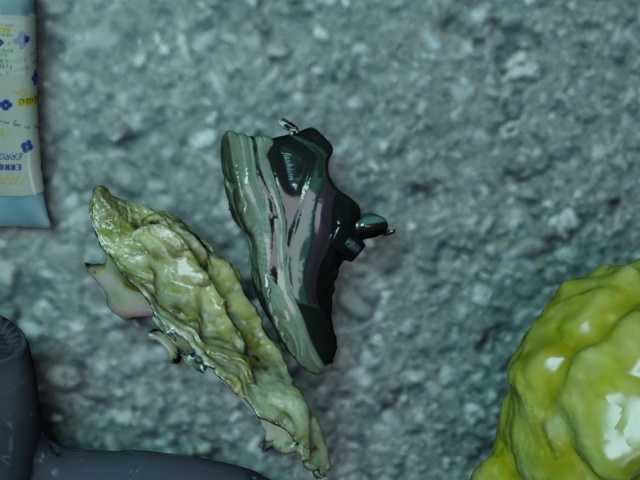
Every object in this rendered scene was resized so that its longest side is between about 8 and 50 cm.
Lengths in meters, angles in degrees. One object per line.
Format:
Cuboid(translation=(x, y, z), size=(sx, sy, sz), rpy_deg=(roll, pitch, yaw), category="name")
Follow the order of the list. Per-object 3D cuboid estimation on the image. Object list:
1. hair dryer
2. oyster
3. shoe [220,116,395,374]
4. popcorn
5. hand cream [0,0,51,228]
Cuboid(translation=(-0.133, 0.211, 0.567), size=(0.361, 0.121, 0.301), rpy_deg=(12, 109, -17), category="hair dryer")
Cuboid(translation=(-0.060, 0.060, 0.534), size=(0.209, 0.133, 0.072), rpy_deg=(41, 76, 9), category="oyster")
Cuboid(translation=(0.000, 0.000, 0.551), size=(0.099, 0.071, 0.169), rpy_deg=(-19, 105, -11), category="shoe")
Cuboid(translation=(0.218, 0.150, 0.549), size=(0.252, 0.215, 0.286), rpy_deg=(-31, 110, -8), category="popcorn")
Cuboid(translation=(-0.191, -0.090, 0.508), size=(0.065, 0.043, 0.171), rpy_deg=(3, 105, -14), category="hand cream")
